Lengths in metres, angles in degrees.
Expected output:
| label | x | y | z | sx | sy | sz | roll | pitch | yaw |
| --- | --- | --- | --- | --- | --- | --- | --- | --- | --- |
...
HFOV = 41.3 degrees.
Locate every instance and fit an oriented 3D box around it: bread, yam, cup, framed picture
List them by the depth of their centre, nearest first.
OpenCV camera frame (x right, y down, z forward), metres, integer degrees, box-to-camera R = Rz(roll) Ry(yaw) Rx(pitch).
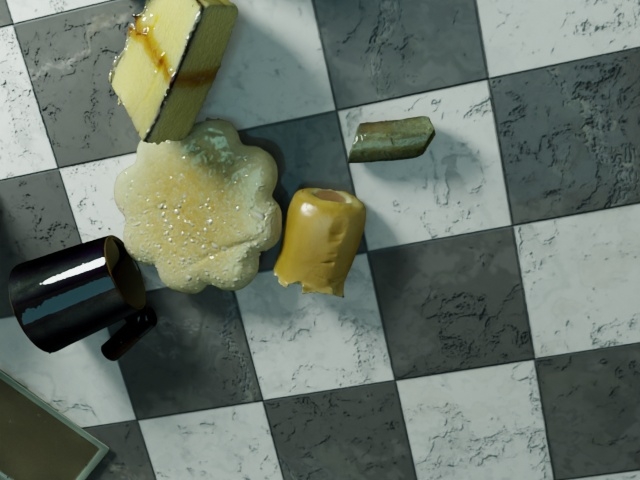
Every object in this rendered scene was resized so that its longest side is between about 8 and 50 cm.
| label | x | y | z | sx | sy | sz | roll | pitch | yaw |
| --- | --- | --- | --- | --- | --- | --- | --- | --- | --- |
| bread | -0.259 | -0.294 | 1.320 | 0.178 | 0.135 | 0.240 | 33 | 111 | 13 |
| yam | 0.113 | -0.161 | 1.379 | 0.146 | 0.070 | 0.070 | -5 | 107 | 7 |
| bread | -0.001 | 0.000 | 1.430 | 0.134 | 0.085 | 0.173 | 14 | 108 | 2 |
| bread | -0.211 | -0.054 | 1.437 | 0.316 | 0.054 | 0.316 | 2 | 102 | 12 |
| cup | -0.403 | 0.100 | 1.499 | 0.177 | 0.239 | 0.166 | -23 | 62 | 7 |
| framed picture | -0.571 | 0.394 | 1.654 | 0.274 | 0.017 | 0.217 | 40 | 108 | -7 |
